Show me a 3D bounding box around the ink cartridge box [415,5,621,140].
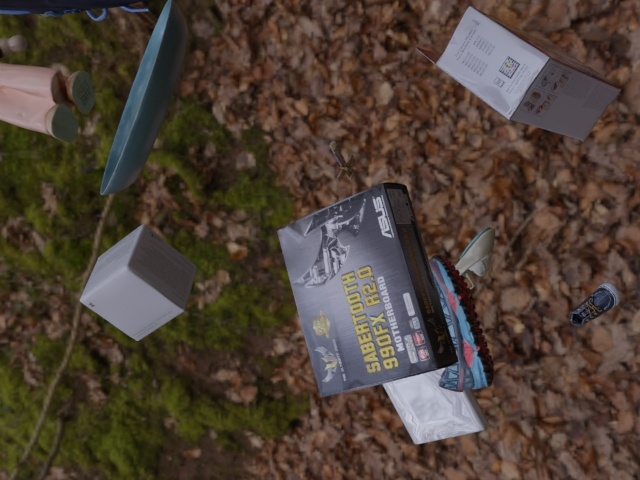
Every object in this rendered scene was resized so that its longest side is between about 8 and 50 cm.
[{"bbox_3d":[0.382,-0.334,1.456,0.272,0.310,0.130,47,119,33],"label":"ink cartridge box"}]

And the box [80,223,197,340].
[{"bbox_3d":[-0.237,0.056,0.987,0.101,0.102,0.087,-32,30,28],"label":"box"}]

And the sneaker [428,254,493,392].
[{"bbox_3d":[0.229,0.159,1.400,0.104,0.125,0.261,-1,-106,-71],"label":"sneaker"}]

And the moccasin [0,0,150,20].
[{"bbox_3d":[-0.315,-0.322,0.850,0.117,0.342,0.137,160,108,-72],"label":"moccasin"}]

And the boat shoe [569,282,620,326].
[{"bbox_3d":[0.719,0.176,1.973,0.065,0.083,0.183,53,165,20],"label":"boat shoe"}]

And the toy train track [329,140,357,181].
[{"bbox_3d":[0.035,-0.117,1.107,0.014,0.083,0.048,18,67,35],"label":"toy train track"}]

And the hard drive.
[{"bbox_3d":[0.232,0.318,1.747,0.203,0.040,0.307,-26,95,39],"label":"hard drive"}]

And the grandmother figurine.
[{"bbox_3d":[-0.537,-0.253,1.196,0.104,0.343,0.207,88,-161,-52],"label":"grandmother figurine"}]

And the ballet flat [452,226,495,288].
[{"bbox_3d":[0.364,0.069,1.832,0.248,0.086,0.086,-54,39,42],"label":"ballet flat"}]

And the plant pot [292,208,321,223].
[{"bbox_3d":[0.000,0.000,1.494,0.109,0.109,0.096,22,134,45],"label":"plant pot"}]

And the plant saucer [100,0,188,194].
[{"bbox_3d":[-0.268,-0.214,1.160,0.317,0.044,0.317,-51,28,42],"label":"plant saucer"}]

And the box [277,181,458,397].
[{"bbox_3d":[0.053,0.065,0.945,0.183,0.056,0.230,-22,78,36],"label":"box"}]
